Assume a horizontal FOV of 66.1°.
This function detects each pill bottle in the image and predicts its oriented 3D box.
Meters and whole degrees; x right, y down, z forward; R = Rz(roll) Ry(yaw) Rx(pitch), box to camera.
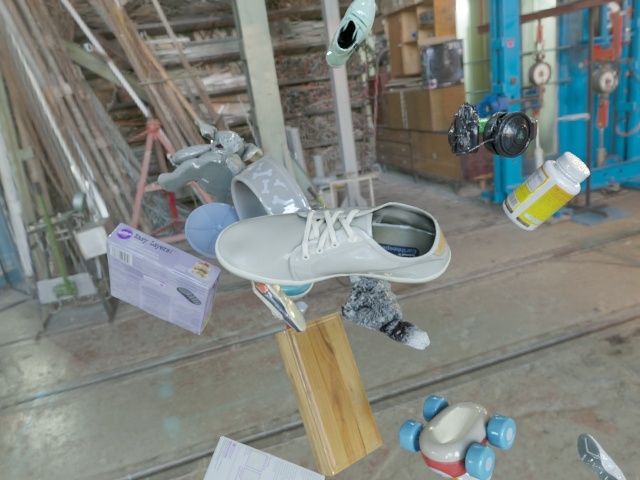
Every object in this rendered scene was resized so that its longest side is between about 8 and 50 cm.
[{"bbox_3d":[0.608,-0.133,1.327,0.117,0.117,0.215,-30,-16,-50],"label":"pill bottle"}]

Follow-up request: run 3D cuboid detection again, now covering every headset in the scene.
[{"bbox_3d":[0.482,-0.336,1.432,0.243,0.185,0.394,8,26,35],"label":"headset"}]

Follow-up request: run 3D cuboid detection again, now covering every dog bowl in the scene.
[{"bbox_3d":[-0.133,-0.058,1.370,0.102,0.349,0.348,-28,24,-21],"label":"dog bowl"}]

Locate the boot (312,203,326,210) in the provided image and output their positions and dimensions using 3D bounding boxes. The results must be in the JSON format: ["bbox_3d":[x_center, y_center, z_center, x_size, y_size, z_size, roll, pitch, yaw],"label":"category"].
[{"bbox_3d":[-0.002,0.001,1.698,0.076,0.190,0.209,-13,47,19],"label":"boot"}]

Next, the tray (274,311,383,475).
[{"bbox_3d":[0.028,0.436,1.441,0.202,0.411,0.076,-12,-11,-39],"label":"tray"}]

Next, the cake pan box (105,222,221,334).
[{"bbox_3d":[-0.381,0.099,1.172,0.266,0.246,0.070,24,48,1],"label":"cake pan box"}]

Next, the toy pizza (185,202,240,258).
[{"bbox_3d":[-0.317,-0.029,1.525,0.201,0.201,0.032,-17,-24,-25],"label":"toy pizza"}]

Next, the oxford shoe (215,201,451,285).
[{"bbox_3d":[0.022,-0.004,0.923,0.448,0.130,0.169,2,58,5],"label":"oxford shoe"}]

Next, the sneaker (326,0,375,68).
[{"bbox_3d":[0.112,-0.657,1.496,0.094,0.256,0.151,29,-5,-10],"label":"sneaker"}]

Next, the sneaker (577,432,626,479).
[{"bbox_3d":[0.666,0.530,1.159,0.061,0.054,0.152,10,42,-39],"label":"sneaker"}]

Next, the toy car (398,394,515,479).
[{"bbox_3d":[0.343,0.537,1.191,0.219,0.238,0.210,1,22,46],"label":"toy car"}]

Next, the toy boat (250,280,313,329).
[{"bbox_3d":[-0.126,0.194,1.936,0.267,0.148,0.318,-1,48,-26],"label":"toy boat"}]

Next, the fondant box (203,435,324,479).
[{"bbox_3d":[-0.176,0.731,1.376,0.330,0.096,0.238,21,42,0],"label":"fondant box"}]

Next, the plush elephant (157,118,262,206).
[{"bbox_3d":[-0.343,-0.265,1.658,0.271,0.330,0.255,32,28,-16],"label":"plush elephant"}]

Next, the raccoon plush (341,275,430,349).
[{"bbox_3d":[0.284,0.211,1.983,0.446,0.299,0.216,18,9,31],"label":"raccoon plush"}]

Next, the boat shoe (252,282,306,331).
[{"bbox_3d":[-0.083,0.135,1.000,0.043,0.137,0.049,-38,4,19],"label":"boat shoe"}]
